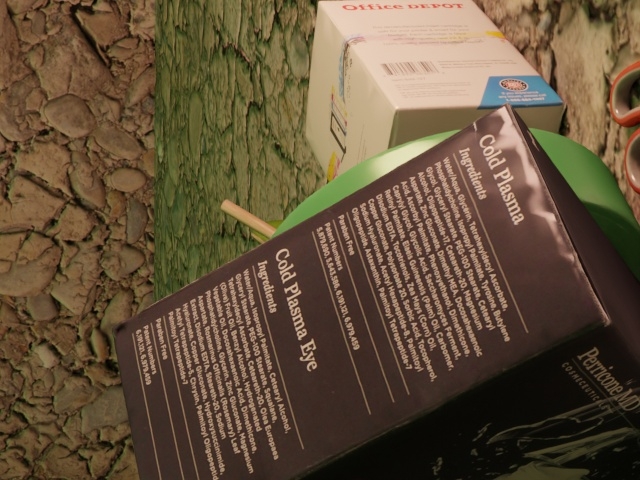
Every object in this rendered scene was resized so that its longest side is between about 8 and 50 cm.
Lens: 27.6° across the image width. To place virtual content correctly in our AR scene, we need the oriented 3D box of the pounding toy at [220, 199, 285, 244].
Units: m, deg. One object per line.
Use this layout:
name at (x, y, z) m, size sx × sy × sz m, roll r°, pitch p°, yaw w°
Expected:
pounding toy at (0.000, 0.000, 1.721) m, size 0.183 × 0.110 × 0.237 m, roll 38°, pitch 177°, yaw 28°

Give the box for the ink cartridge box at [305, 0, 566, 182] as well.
ink cartridge box at (0.101, -0.117, 1.285) m, size 0.232 × 0.171 × 0.168 m, roll -116°, pitch 27°, yaw -51°

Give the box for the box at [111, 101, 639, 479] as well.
box at (0.088, 0.123, 0.917) m, size 0.343 × 0.312 × 0.179 m, roll 41°, pitch -156°, yaw -49°

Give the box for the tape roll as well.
tape roll at (0.105, 0.046, 1.058) m, size 0.321 × 0.321 × 0.077 m, roll 105°, pitch 155°, yaw -47°

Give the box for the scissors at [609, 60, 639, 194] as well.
scissors at (0.289, -0.096, 0.939) m, size 0.297 × 0.021 × 0.109 m, roll 165°, pitch 102°, yaw -74°
